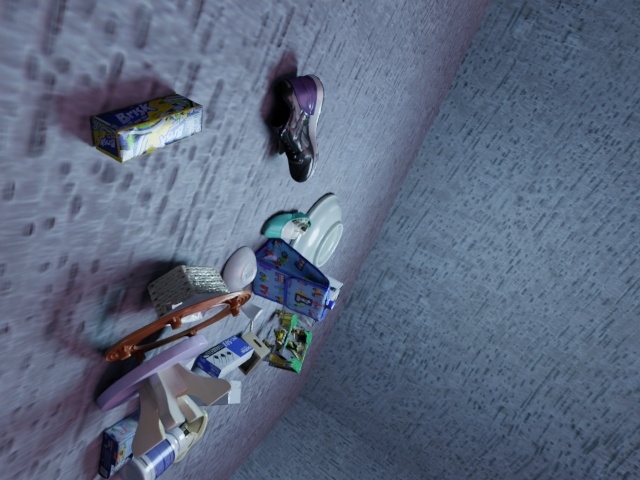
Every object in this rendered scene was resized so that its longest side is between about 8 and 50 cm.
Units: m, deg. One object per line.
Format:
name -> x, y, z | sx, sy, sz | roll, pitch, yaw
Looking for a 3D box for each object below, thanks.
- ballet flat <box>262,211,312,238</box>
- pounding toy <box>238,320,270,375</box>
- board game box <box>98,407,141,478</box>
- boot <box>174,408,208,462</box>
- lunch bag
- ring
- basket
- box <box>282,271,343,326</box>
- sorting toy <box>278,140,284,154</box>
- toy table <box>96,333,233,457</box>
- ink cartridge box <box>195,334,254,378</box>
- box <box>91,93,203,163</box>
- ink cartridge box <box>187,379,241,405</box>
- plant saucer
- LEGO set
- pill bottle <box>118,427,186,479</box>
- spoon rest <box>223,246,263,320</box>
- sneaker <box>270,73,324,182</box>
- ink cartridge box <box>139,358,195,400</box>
ballet flat -> -0.095, -0.047, 1.370 | 0.247, 0.087, 0.083 | -26, 143, -63
pounding toy -> -0.275, 0.411, 1.571 | 0.130, 0.141, 0.100 | -51, 168, 20
board game box -> -0.519, 0.552, 1.156 | 0.194, 0.060, 0.194 | -33, 148, -57
boot -> -0.502, 0.705, 1.447 | 0.213, 0.077, 0.165 | -55, 161, -10
lunch bag -> -0.077, 0.150, 1.389 | 0.138, 0.294, 0.220 | -49, 160, -36
ring -> -0.310, 0.202, 0.930 | 0.337, 0.032, 0.336 | -26, 169, -5
basket -> -0.300, 0.124, 0.947 | 0.113, 0.103, 0.167 | -30, 169, 10
box -> -0.032, 0.271, 1.977 | 0.290, 0.169, 0.087 | -38, 150, -51
sorting toy -> -0.089, -0.281, 1.120 | 0.083, 0.012, 0.062 | -46, 154, -33
toy table -> -0.362, 0.368, 0.972 | 0.274, 0.160, 0.252 | -37, 166, -3
ink cartridge box -> -0.328, 0.403, 1.417 | 0.046, 0.097, 0.207 | -65, 163, 14
box -> -0.269, -0.183, 0.650 | 0.169, 0.059, 0.054 | -43, 155, -47
ink cartridge box -> -0.361, 0.500, 1.328 | 0.127, 0.175, 0.072 | 72, 14, -68
plant saucer -> 0.000, 0.000, 1.726 | 0.400, 0.101, 0.400 | -52, 162, -25
LEGO set -> -0.193, 0.462, 1.877 | 0.331, 0.192, 0.254 | 53, 47, -58
pill bottle -> -0.517, 0.672, 1.273 | 0.187, 0.112, 0.111 | -26, 142, -63
spoon rest -> -0.245, 0.137, 1.282 | 0.137, 0.084, 0.276 | -48, 147, -41
sneaker -> -0.079, -0.273, 1.038 | 0.124, 0.107, 0.283 | -24, 135, -34
ink cartridge box -> -0.437, 0.406, 1.150 | 0.181, 0.062, 0.104 | -65, 163, 13
